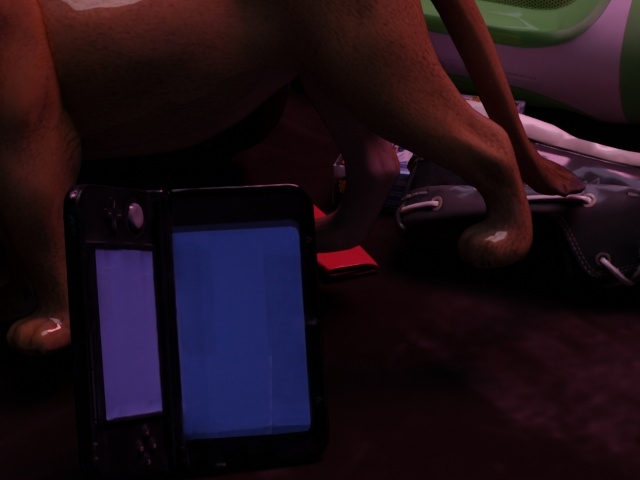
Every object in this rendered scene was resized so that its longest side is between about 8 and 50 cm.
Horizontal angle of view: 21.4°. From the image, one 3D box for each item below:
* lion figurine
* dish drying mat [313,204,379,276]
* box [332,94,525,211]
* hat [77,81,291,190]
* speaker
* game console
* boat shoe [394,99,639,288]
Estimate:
[{"bbox_3d":[-0.072,-0.087,0.793,0.392,0.240,0.142,-12,15,-12],"label":"lion figurine"},{"bbox_3d":[0.000,0.000,0.930,0.032,0.008,0.083,-10,27,-23],"label":"dish drying mat"},{"bbox_3d":[0.068,-0.054,1.020,0.094,0.027,0.137,8,27,12],"label":"box"},{"bbox_3d":[-0.090,-0.106,0.966,0.331,0.331,0.134,-26,78,-43],"label":"hat"},{"bbox_3d":[0.101,-0.159,1.128,0.297,0.131,0.131,14,29,26],"label":"speaker"},{"bbox_3d":[-0.050,0.036,0.707,0.071,0.122,0.107,-6,-4,20],"label":"game console"},{"bbox_3d":[0.154,-0.004,0.891,0.233,0.084,0.079,16,67,15],"label":"boat shoe"}]
